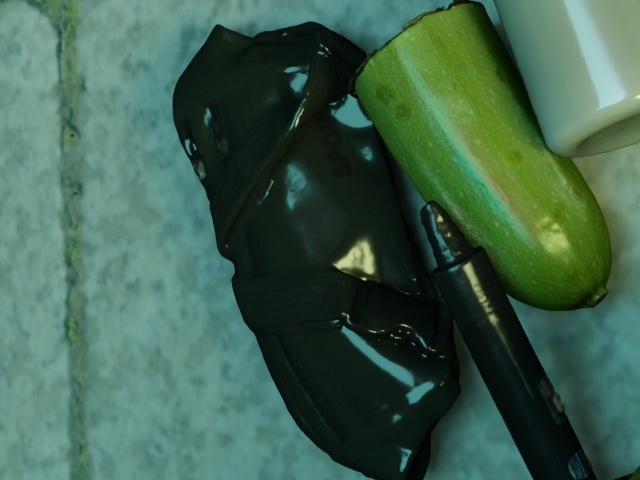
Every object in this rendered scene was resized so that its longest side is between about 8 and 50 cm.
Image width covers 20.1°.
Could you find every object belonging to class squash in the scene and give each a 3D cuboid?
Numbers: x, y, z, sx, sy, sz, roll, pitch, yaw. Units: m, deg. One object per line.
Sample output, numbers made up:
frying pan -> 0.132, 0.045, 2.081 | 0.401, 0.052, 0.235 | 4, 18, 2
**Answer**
squash -> 0.100, -0.037, 1.042 | 0.095, 0.095, 0.188 | -39, 73, 27

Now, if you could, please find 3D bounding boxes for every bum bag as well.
bum bag -> 0.000, 0.000, 1.117 | 0.142, 0.080, 0.326 | -30, 75, 33

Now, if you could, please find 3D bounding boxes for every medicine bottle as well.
medicine bottle -> 0.146, -0.148, 1.007 | 0.103, 0.103, 0.186 | -25, 77, 30

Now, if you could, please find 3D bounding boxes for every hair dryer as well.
hair dryer -> 0.105, 0.097, 1.023 | 0.128, 0.070, 0.255 | -26, 94, 32

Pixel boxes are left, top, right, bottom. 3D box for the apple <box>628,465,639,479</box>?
apple -> 0.259, 0.212, 0.801 | 0.357, 0.357, 0.357 | 0, 91, 33
